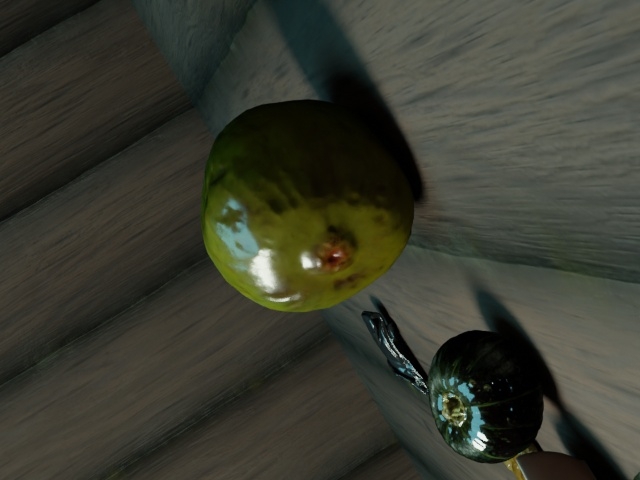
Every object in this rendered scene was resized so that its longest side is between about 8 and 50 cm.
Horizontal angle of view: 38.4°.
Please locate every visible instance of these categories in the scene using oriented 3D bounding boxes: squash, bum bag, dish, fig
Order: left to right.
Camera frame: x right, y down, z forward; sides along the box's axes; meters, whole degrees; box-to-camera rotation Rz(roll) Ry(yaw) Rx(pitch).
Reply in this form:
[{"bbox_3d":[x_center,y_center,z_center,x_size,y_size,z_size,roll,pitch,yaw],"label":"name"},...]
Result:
[{"bbox_3d":[-0.031,-0.066,1.406,0.343,0.343,0.343,56,172,13],"label":"fig"},{"bbox_3d":[0.181,0.270,2.219,0.248,0.060,0.123,57,171,-1],"label":"bum bag"},{"bbox_3d":[0.241,0.229,1.355,0.193,0.156,0.193,25,134,30],"label":"squash"},{"bbox_3d":[0.375,0.384,1.330,0.213,0.090,0.213,58,-174,-9],"label":"dish"}]

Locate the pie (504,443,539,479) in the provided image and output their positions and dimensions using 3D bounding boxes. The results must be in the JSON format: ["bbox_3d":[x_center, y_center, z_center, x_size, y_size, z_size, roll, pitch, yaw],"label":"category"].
[{"bbox_3d":[0.360,0.389,1.661,0.195,0.046,0.195,55,173,10],"label":"pie"}]

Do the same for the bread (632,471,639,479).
[{"bbox_3d":[0.405,0.308,1.017,0.094,0.083,0.157,49,177,-35],"label":"bread"}]
